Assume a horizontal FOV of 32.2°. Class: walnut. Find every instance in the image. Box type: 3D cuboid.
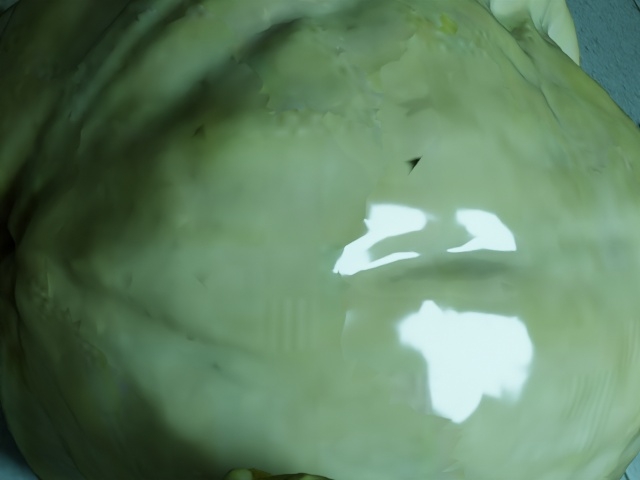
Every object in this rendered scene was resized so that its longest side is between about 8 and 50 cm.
[{"bbox_3d":[0.000,0.000,0.559,0.381,0.381,0.381,30,41,-31],"label":"walnut"}]

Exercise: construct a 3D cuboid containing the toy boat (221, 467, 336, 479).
[{"bbox_3d":[-0.071,0.211,0.356,0.115,0.310,0.089,39,-7,40],"label":"toy boat"}]
